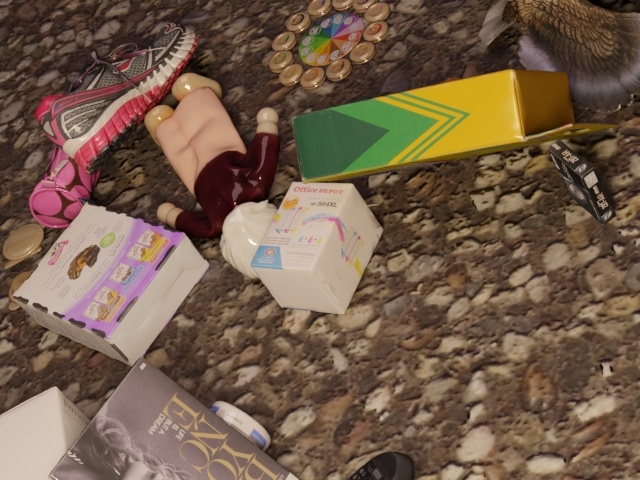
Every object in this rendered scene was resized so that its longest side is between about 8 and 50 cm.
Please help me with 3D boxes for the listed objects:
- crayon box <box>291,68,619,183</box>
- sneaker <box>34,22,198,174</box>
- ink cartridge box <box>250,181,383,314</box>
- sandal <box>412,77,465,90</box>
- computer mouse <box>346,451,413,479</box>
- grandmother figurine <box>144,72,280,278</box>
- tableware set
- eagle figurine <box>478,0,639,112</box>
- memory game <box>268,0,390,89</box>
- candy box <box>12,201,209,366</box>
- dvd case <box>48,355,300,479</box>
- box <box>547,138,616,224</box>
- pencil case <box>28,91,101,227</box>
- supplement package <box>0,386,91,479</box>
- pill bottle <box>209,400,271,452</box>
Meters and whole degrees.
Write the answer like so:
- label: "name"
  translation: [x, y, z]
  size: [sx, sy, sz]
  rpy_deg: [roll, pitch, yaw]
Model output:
- label: "crayon box"
  translation: [0.154, -0.133, 1.648]
  size: [0.318, 0.202, 0.081]
  rpy_deg: [-9, 90, 25]
- label: "sneaker"
  translation: [-0.268, -0.220, 1.999]
  size: [0.121, 0.112, 0.299]
  rpy_deg: [-48, 4, 44]
- label: "ink cartridge box"
  translation: [0.000, 0.000, 1.704]
  size: [0.092, 0.090, 0.143]
  rpy_deg: [4, 55, 35]
- label: "sandal"
  translation: [0.169, -0.168, 1.777]
  size: [0.180, 0.049, 0.072]
  rpy_deg: [8, 58, 37]
- label: "computer mouse"
  translation: [0.005, 0.304, 1.473]
  size: [0.242, 0.041, 0.071]
  rpy_deg: [-42, 27, 3]
- label: "grandmother figurine"
  translation: [-0.119, -0.081, 1.856]
  size: [0.208, 0.104, 0.342]
  rpy_deg: [-53, 41, 22]
- label: "tableware set"
  translation: [-0.433, 0.050, 1.987]
  size: [0.141, 0.020, 0.169]
  rpy_deg: [-24, 42, 9]
- label: "eagle figurine"
  translation: [0.306, -0.293, 1.738]
  size: [0.298, 0.225, 0.226]
  rpy_deg: [27, 112, 14]
- label: "memory game"
  translation: [0.011, -0.278, 2.004]
  size: [0.186, 0.012, 0.186]
  rpy_deg: [-17, 45, 18]
- label: "candy box"
  translation: [-0.265, 0.051, 1.841]
  size: [0.196, 0.070, 0.165]
  rpy_deg: [18, 64, 41]
- label: "dvd case"
  translation: [-0.142, 0.245, 1.489]
  size: [0.164, 0.221, 0.018]
  rpy_deg: [-54, 6, -35]
- label: "box"
  translation: [0.283, -0.063, 1.586]
  size: [0.018, 0.083, 0.067]
  rpy_deg: [-37, 43, -3]
- label: "pencil case"
  translation: [-0.339, -0.121, 2.022]
  size: [0.095, 0.098, 0.209]
  rpy_deg: [-7, 49, 15]
- label: "supplement package"
  translation: [-0.286, 0.336, 1.520]
  size: [0.175, 0.177, 0.293]
  rpy_deg: [-28, 43, 8]
- label: "pill bottle"
  translation: [-0.120, 0.247, 1.567]
  size: [0.078, 0.078, 0.137]
  rpy_deg: [17, 63, 41]
